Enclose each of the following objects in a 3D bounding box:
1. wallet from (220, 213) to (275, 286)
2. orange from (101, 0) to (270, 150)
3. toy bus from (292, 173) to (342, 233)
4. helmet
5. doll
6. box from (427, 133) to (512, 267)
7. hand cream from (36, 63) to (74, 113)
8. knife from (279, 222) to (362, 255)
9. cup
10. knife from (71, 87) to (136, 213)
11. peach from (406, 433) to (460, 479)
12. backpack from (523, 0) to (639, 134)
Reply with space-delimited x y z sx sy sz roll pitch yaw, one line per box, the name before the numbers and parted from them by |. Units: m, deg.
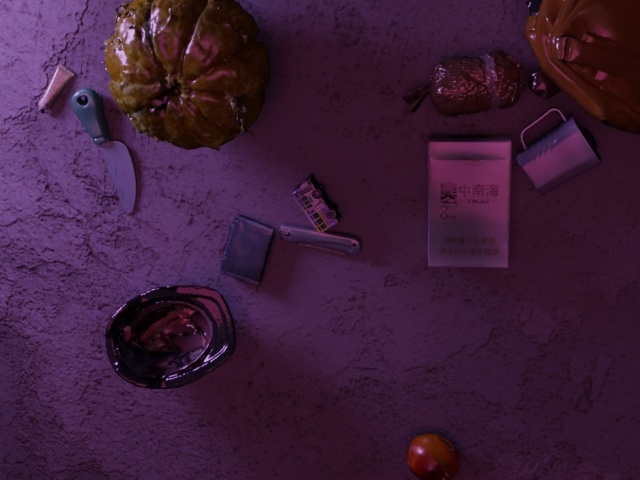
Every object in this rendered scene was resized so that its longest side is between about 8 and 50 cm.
wallet | -0.142 0.019 2.023 0.088 0.026 0.129 19 110 7
orange | -0.233 -0.303 1.838 0.301 0.223 0.300 -15 109 19
toy bus | -0.009 -0.070 1.962 0.058 0.052 0.102 -32 102 16
helmet | -0.294 0.190 2.039 0.253 0.154 0.198 -15 85 -6
doll | 0.252 -0.276 1.833 0.221 0.115 0.105 -3 117 17
box | 0.274 -0.073 1.908 0.155 0.067 0.243 1 108 7
hand cream | -0.512 -0.288 1.990 0.035 0.022 0.102 35 104 -3
knife | 0.000 0.000 1.996 0.162 0.023 0.044 11 113 5
cup | 0.417 -0.165 1.842 0.129 0.095 0.128 -33 99 18
knife | -0.405 -0.175 2.007 0.063 0.034 0.260 -20 109 8
peach | 0.224 0.433 2.063 0.100 0.101 0.101 3 108 8
backpack | 0.529 -0.339 1.709 0.378 0.201 0.353 41 94 -13
